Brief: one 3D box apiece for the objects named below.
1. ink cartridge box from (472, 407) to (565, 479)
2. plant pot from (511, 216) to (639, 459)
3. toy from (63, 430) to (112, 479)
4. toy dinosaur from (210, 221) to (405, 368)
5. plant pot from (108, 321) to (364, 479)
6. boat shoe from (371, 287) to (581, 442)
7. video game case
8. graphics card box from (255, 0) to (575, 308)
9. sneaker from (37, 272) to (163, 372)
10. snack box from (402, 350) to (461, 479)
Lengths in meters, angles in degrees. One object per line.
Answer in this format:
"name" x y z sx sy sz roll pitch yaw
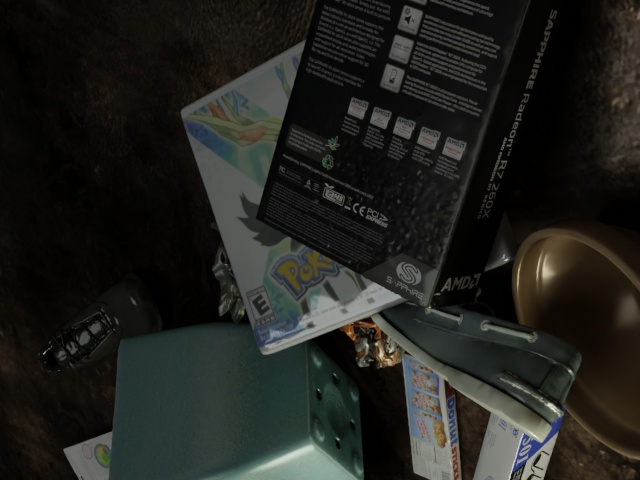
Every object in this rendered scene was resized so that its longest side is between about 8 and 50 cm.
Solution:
"ink cartridge box" 0.218 0.229 1.324 0.046 0.097 0.207 32 134 30
"plant pot" 0.294 0.076 1.116 0.237 0.109 0.237 50 154 35
"toy" -0.332 0.386 2.040 0.237 0.056 0.137 -25 91 46
"toy dinosaur" 0.000 0.000 1.415 0.218 0.164 0.322 -13 85 35
"plant pot" -0.088 0.243 1.504 0.252 0.248 0.247 -20 140 21
"boat shoe" 0.156 0.103 1.226 0.116 0.099 0.319 35 179 -26
"video game case" 0.018 -0.067 1.278 0.329 0.036 0.300 -24 81 33
"graphics card box" 0.091 -0.147 1.139 0.232 0.094 0.371 26 107 33
"sneaker" -0.341 0.144 1.843 0.109 0.130 0.286 58 140 6
"snack box" 0.136 0.218 1.464 0.064 0.022 0.178 17 125 41
